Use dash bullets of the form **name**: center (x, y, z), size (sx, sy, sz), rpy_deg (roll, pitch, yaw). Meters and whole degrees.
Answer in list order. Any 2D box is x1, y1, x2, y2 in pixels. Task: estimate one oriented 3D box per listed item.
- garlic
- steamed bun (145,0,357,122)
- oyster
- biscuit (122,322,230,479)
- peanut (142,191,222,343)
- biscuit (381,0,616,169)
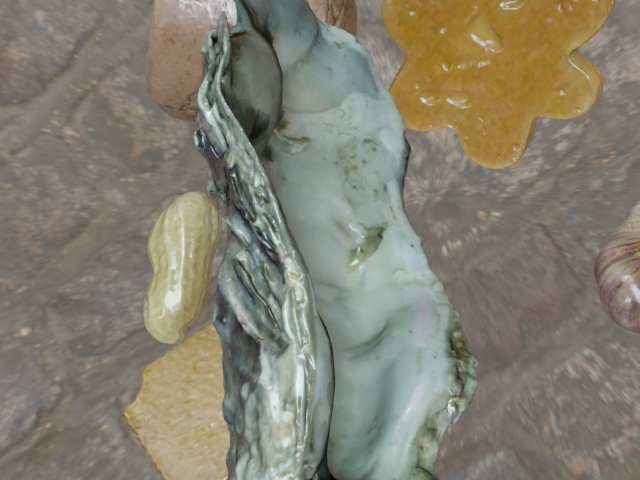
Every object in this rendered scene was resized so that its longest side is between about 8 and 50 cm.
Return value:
- **garlic**: center (0.469, 0.047, 1.670), size (0.245, 0.245, 0.160), rpy_deg (-9, 132, 5)
- **steamed bun**: center (-0.093, -0.224, 1.577), size (0.251, 0.301, 0.199), rpy_deg (17, 78, 4)
- **oyster**: center (0.003, -0.001, 0.539), size (0.087, 0.199, 0.252), rpy_deg (-22, 82, 25)
- **biscuit**: center (-0.087, 0.172, 1.429), size (0.237, 0.013, 0.232), rpy_deg (-33, 49, -11)
- **peanut**: center (-0.195, 0.037, 1.817), size (0.098, 0.090, 0.214), rpy_deg (9, 81, -9)
- **biscuit**: center (0.207, -0.249, 1.509), size (0.275, 0.052, 0.355), rpy_deg (24, 127, 8)
